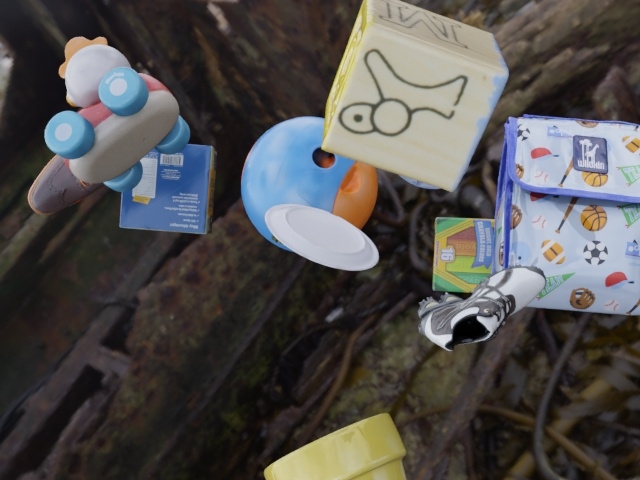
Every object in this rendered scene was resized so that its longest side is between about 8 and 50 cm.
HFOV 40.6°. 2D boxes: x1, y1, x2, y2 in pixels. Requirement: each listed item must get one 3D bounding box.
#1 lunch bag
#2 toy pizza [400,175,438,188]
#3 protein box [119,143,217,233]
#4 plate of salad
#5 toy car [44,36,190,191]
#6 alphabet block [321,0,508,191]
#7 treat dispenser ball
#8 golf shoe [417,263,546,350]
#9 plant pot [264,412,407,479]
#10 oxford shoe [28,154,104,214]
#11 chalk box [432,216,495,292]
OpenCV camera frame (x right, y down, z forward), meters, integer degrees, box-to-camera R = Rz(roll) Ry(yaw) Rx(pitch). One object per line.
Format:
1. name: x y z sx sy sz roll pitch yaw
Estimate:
1. lunch bag: 0.517 -0.053 1.740 0.239 0.328 0.385 -1 -83 -86
2. toy pizza: 0.237 -0.206 1.921 0.201 0.201 0.032 -24 19 38
3. protein box: -0.350 -0.122 2.008 0.136 0.200 0.201 -141 56 -88
4. plate of salad: 0.000 0.000 1.419 0.200 0.200 0.048 -90 21 -63
5. toy car: -0.376 -0.238 1.457 0.210 0.238 0.219 -39 -20 2
6. alphabet block: 0.125 -0.210 1.205 0.193 0.197 0.192 -85 15 -62
7. treat dispenser ball: -0.024 -0.116 1.815 0.288 0.288 0.288 -35 22 17
8. golf shoe: 0.237 0.101 1.200 0.198 0.077 0.094 -23 32 -8
9. plant pot: 0.060 0.465 1.525 0.254 0.239 0.254 -24 -17 -8
10. oxford shoe: -0.437 -0.140 1.639 0.271 0.097 0.098 -39 24 -5
11. chalk box: 0.419 0.036 2.091 0.289 0.180 0.179 1 2 8
